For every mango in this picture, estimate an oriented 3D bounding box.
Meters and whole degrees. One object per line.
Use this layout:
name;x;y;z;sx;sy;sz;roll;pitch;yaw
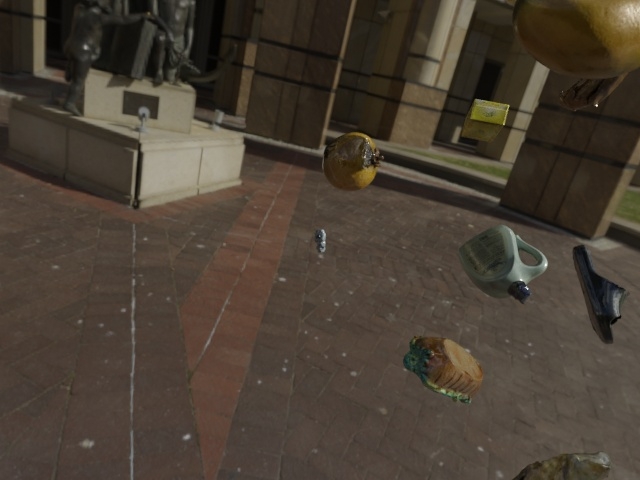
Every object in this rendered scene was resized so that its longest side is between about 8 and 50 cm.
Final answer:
mango;0.446;-0.363;0.722;0.317;0.173;0.211;-21;64;-29

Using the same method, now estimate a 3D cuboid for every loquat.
loquat;0.078;-0.198;1.112;0.163;0.137;0.163;-21;32;14

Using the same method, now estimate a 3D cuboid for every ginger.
ginger;0.922;-0.547;1.441;0.107;0.309;0.133;-10;59;-31

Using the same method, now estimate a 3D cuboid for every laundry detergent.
laundry detergent;0.572;0.081;1.360;0.215;0.105;0.280;-31;33;4

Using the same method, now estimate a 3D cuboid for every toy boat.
toy boat;0.255;0.257;0.847;0.293;0.099;0.108;42;27;-45

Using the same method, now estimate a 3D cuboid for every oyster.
oyster;0.348;0.458;0.654;0.271;0.275;0.100;55;17;-6

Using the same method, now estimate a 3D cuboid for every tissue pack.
tissue pack;0.477;-0.346;1.288;0.095;0.062;0.176;15;1;10

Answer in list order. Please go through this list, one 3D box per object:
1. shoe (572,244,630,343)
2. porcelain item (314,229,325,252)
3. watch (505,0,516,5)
shoe;0.676;0.119;1.044;0.093;0.241;0.108;-15;-24;21
porcelain item;0.000;0.000;1.228;0.028;0.083;0.036;-36;60;-26
watch;0.548;-0.754;1.138;0.248;0.217;0.211;48;-13;-20
